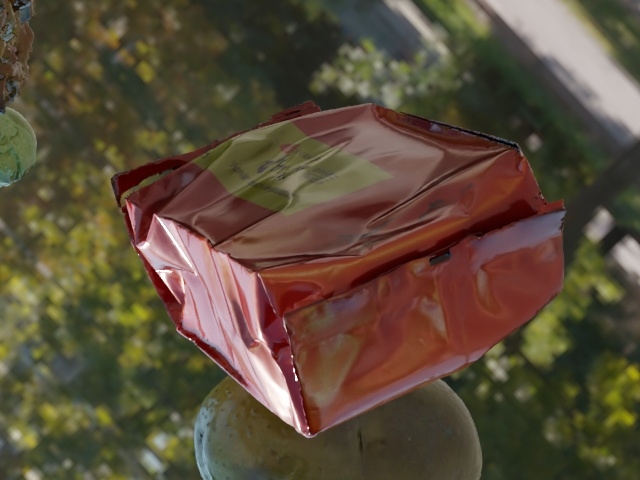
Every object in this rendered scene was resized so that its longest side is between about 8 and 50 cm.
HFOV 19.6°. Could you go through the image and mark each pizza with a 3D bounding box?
[{"bbox_3d":[-0.325,-0.138,1.669,0.087,0.268,0.258,16,-174,1],"label":"pizza"}]

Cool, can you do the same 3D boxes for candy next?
[{"bbox_3d":[-0.393,-0.039,1.917,0.093,0.092,0.335,60,-148,-22],"label":"candy"}]

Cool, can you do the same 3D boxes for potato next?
[{"bbox_3d":[0.015,0.167,1.514,0.248,0.169,0.143,8,159,-25],"label":"potato"}]

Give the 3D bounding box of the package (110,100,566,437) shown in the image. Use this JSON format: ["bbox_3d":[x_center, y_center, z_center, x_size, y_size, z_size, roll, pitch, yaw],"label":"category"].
[{"bbox_3d":[0.000,0.000,1.215,0.423,0.196,0.123,25,137,67],"label":"package"}]
